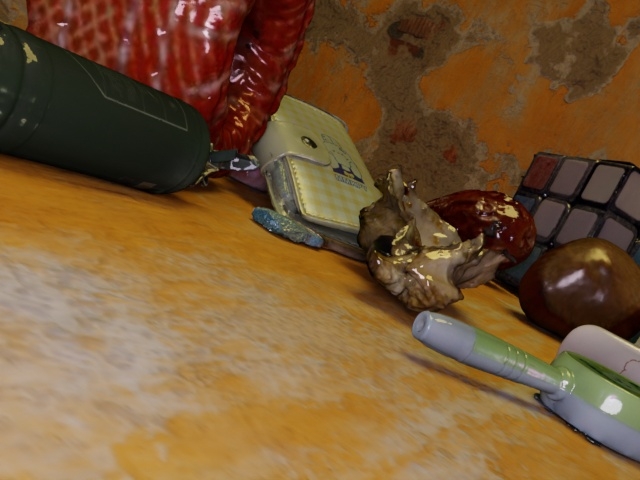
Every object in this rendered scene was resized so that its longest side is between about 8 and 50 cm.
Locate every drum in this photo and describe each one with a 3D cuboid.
[{"bbox_3d":[0.196,0.122,0.550,0.253,0.049,0.130,21,9,-34],"label":"drum"}]

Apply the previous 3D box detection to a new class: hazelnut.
[{"bbox_3d":[0.449,0.085,1.173,0.210,0.186,0.210,9,15,-2],"label":"hazelnut"}]

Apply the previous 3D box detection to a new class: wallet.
[{"bbox_3d":[0.000,-0.102,1.020,0.223,0.077,0.309,21,30,-35],"label":"wallet"}]

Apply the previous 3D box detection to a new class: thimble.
[{"bbox_3d":[-0.163,-0.251,0.820,0.231,0.350,0.350,24,7,5],"label":"thimble"}]

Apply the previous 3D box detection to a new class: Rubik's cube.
[{"bbox_3d":[0.660,0.025,1.653,0.359,0.362,0.363,25,3,-19],"label":"Rubik's cube"}]

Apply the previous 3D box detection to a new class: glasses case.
[{"bbox_3d":[0.334,0.155,0.698,0.193,0.074,0.049,32,6,35],"label":"glasses case"}]

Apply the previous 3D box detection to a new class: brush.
[{"bbox_3d":[0.000,0.000,0.857,0.196,0.021,0.070,22,7,-43],"label":"brush"}]

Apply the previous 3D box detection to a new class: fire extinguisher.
[{"bbox_3d":[-0.178,-0.099,0.601,0.115,0.095,0.311,0,-6,26],"label":"fire extinguisher"}]

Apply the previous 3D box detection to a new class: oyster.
[{"bbox_3d":[0.133,0.011,0.796,0.198,0.133,0.337,29,10,1],"label":"oyster"}]

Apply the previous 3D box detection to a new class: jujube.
[{"bbox_3d":[0.353,-0.023,1.571,0.197,0.197,0.290,20,-7,-40],"label":"jujube"}]

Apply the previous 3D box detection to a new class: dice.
[{"bbox_3d":[-0.109,-0.141,1.157,0.091,0.094,0.093,28,9,5],"label":"dice"}]

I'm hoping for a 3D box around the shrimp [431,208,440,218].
[{"bbox_3d":[0.104,-0.046,1.259,0.233,0.071,0.365,9,8,-2],"label":"shrimp"}]

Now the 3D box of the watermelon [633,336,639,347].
[{"bbox_3d":[0.565,0.189,1.040,0.260,0.176,0.255,16,51,-60],"label":"watermelon"}]
